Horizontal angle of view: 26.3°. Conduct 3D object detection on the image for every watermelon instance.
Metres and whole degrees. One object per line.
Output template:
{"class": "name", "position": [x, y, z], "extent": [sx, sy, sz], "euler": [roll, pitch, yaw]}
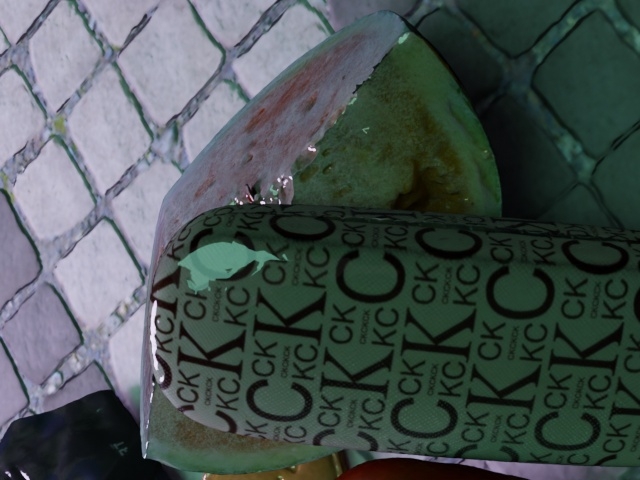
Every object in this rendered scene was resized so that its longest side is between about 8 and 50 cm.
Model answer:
{"class": "watermelon", "position": [0.005, 0.004, 0.917], "extent": [0.175, 0.188, 0.322], "euler": [37, 110, -20]}

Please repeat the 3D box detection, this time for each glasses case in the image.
{"class": "glasses case", "position": [0.078, 0.054, 0.790], "extent": [0.354, 0.085, 0.137], "euler": [4, 113, -2]}

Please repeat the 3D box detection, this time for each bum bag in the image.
{"class": "bum bag", "position": [-0.138, 0.232, 1.029], "extent": [0.137, 0.074, 0.310], "euler": [-44, 65, -8]}

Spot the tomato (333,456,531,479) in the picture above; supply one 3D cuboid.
{"class": "tomato", "position": [0.091, 0.186, 0.825], "extent": [0.225, 0.225, 0.085], "euler": [4, 72, 34]}

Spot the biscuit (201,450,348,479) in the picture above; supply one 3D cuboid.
{"class": "biscuit", "position": [-0.021, 0.189, 0.972], "extent": [0.140, 0.023, 0.118], "euler": [22, 87, 19]}
